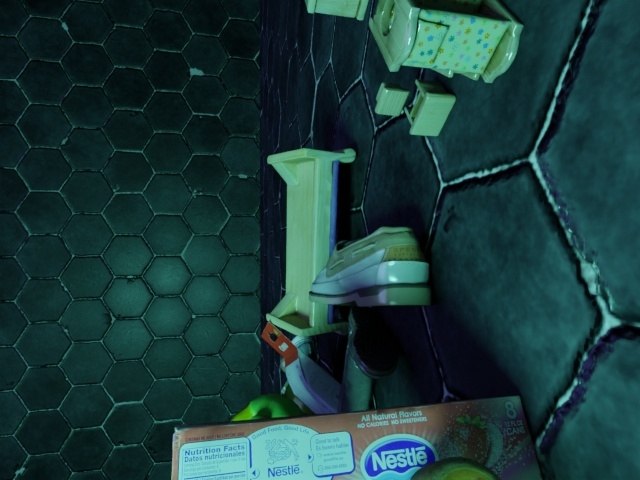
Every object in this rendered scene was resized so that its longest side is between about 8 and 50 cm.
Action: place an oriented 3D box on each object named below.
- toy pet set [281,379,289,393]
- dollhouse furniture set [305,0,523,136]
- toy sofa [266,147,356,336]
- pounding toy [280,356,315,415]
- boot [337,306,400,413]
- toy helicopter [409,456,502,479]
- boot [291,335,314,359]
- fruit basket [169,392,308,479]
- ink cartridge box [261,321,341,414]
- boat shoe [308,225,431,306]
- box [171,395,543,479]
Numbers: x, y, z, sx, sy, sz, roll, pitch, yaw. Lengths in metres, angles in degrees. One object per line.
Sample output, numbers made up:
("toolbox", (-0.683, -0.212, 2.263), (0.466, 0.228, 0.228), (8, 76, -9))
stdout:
("toy pet set", (-0.066, 0.437, 1.324), (0.114, 0.065, 0.122), (-55, -10, -42))
("dollhouse furniture set", (0.072, -0.172, 0.437), (0.160, 0.182, 0.101), (107, 158, -49))
("toy sofa", (0.000, 0.000, 0.861), (0.150, 0.177, 0.362), (6, 96, 56))
("pounding toy", (-0.077, 0.438, 1.107), (0.183, 0.110, 0.236), (32, 129, 56))
("boot", (0.067, 0.235, 0.694), (0.189, 0.076, 0.208), (-86, 8, -72))
("toy helicopter", (0.101, 0.308, 0.214), (0.140, 0.235, 0.354), (107, 159, -51))
("boot", (-0.044, 0.343, 1.191), (0.189, 0.069, 0.086), (95, 159, -48))
("fruit basket", (-0.077, 0.386, 0.660), (0.283, 0.393, 0.391), (-173, 83, -76))
("ink cartridge box", (-0.050, 0.288, 0.917), (0.066, 0.232, 0.189), (-52, -4, -26))
("boat shoe", (0.066, 0.049, 0.647), (0.302, 0.113, 0.103), (161, 111, -65))
("box", (0.028, 0.230, 0.373), (0.142, 0.300, 0.154), (118, 149, -62))
